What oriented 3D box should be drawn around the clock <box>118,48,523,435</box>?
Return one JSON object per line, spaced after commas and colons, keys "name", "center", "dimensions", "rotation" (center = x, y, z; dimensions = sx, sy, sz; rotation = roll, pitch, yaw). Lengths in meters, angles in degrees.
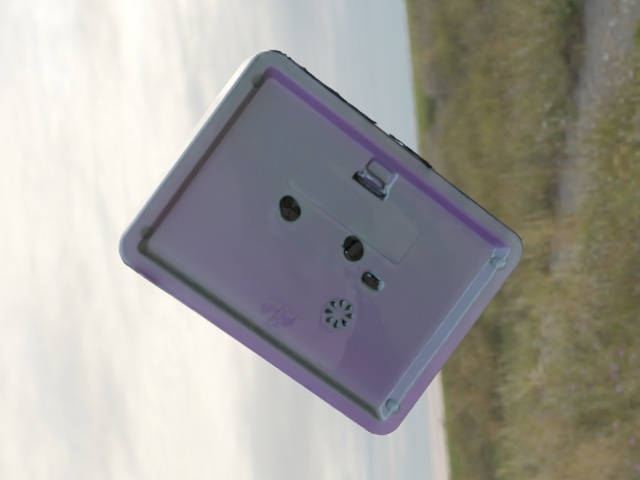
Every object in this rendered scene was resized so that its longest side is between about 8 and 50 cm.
{"name": "clock", "center": [0.000, 0.000, 0.683], "dimensions": [0.150, 0.197, 0.063], "rotation": [-54, 12, 0]}
